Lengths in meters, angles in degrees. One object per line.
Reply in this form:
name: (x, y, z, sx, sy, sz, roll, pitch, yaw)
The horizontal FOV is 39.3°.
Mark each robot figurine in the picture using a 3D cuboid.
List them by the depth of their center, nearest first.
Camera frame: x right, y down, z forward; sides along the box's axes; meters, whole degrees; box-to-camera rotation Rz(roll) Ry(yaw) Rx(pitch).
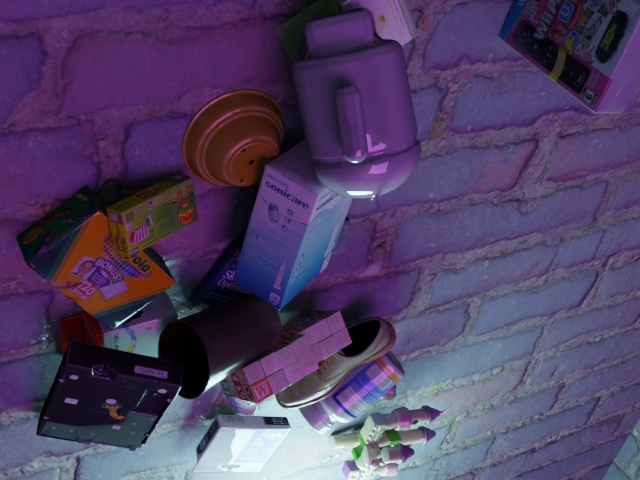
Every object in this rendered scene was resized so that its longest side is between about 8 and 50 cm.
robot figurine: (0.065, -0.227, 1.595, 0.200, 0.300, 0.353, -9, 105, 13)

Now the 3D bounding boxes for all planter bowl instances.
planter bowl: (-0.146, -0.170, 1.704, 0.217, 0.090, 0.217, -19, 138, -19)

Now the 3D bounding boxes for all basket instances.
basket: (-0.205, 0.210, 1.899, 0.227, 0.154, 0.204, -24, 153, -43)

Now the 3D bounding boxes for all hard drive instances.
hard drive: (-0.447, 0.334, 1.879, 0.237, 0.064, 0.339, 14, 139, -18)
hard drive: (0.000, 0.000, 2.028, 0.135, 0.022, 0.094, -15, 136, -24)

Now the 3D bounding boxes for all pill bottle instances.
pill bottle: (0.074, 0.380, 2.352, 0.272, 0.152, 0.152, -41, 140, 6)

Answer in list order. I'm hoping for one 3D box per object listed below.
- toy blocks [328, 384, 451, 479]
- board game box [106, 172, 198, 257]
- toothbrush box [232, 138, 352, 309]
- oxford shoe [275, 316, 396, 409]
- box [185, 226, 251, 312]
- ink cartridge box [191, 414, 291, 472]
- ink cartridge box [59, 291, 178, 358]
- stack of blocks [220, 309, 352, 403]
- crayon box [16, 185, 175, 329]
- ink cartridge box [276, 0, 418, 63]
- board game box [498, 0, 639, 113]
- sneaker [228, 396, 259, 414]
toy blocks: (0.221, 0.584, 2.532, 0.260, 0.309, 0.288, 0, 129, -28)
board game box: (-0.309, -0.049, 1.668, 0.181, 0.043, 0.092, -33, 130, -44)
toothbrush box: (-0.042, -0.043, 1.803, 0.216, 0.126, 0.295, -41, 158, -50)
oxford shoe: (0.022, 0.293, 2.231, 0.348, 0.123, 0.130, -37, 155, 1)
box: (-0.179, 0.077, 1.966, 0.136, 0.036, 0.225, 20, 114, -45)
ink cartridge box: (-0.211, 0.530, 2.327, 0.206, 0.045, 0.208, 8, 130, -32)
ink cartridge box: (-0.421, 0.204, 1.882, 0.231, 0.078, 0.134, -14, 136, -24)
stack of blocks: (-0.077, 0.261, 2.064, 0.297, 0.171, 0.087, -26, 100, -29)
crayon box: (-0.423, 0.040, 1.717, 0.165, 0.081, 0.278, -37, 140, 0)
ink cartridge box: (0.054, -0.389, 1.664, 0.235, 0.056, 0.171, -36, 141, -3)
board game box: (0.513, -0.422, 1.761, 0.097, 0.303, 0.224, -5, 131, -32)
sneaker: (-0.180, 0.366, 2.209, 0.085, 0.086, 0.237, -22, 140, -19)
